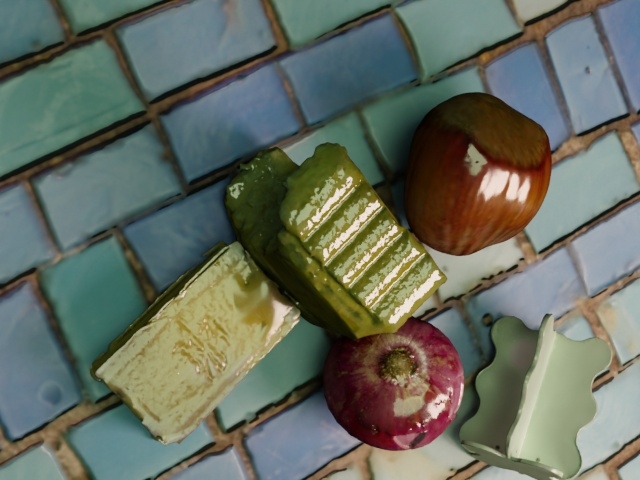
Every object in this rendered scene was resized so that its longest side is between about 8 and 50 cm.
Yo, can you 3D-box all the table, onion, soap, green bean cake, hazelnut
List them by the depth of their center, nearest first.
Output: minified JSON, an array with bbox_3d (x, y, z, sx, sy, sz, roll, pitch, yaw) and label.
[{"bbox_3d":[0.000,0.000,1.187,0.124,0.236,0.233,-44,107,-14],"label":"green bean cake"},{"bbox_3d":[-0.148,0.122,1.217,0.233,0.076,0.135,-44,105,-12],"label":"soap"},{"bbox_3d":[0.090,0.176,1.271,0.177,0.153,0.177,15,51,-19],"label":"onion"},{"bbox_3d":[0.189,-0.088,1.301,0.210,0.210,0.186,-18,74,-20],"label":"hazelnut"},{"bbox_3d":[0.286,0.206,1.356,0.166,0.166,0.198,26,74,-20],"label":"table"}]
